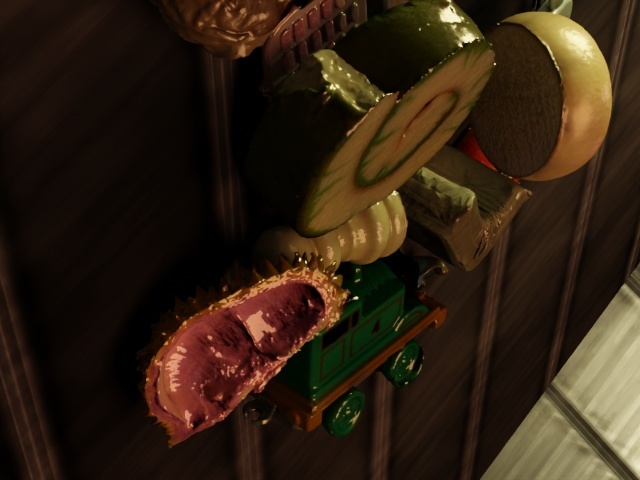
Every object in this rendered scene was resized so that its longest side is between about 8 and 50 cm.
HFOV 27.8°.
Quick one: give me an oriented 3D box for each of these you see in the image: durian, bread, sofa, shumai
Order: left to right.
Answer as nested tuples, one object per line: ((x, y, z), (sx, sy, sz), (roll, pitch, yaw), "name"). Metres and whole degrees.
((-0.126, -0.297, 1.359), (0.184, 0.218, 0.185), (-25, -178, -33), "shumai")
((-0.127, 0.115, 1.746), (0.341, 0.112, 0.191), (-40, 125, -1), "durian")
((0.063, -0.171, 1.719), (0.366, 0.129, 0.382), (-48, 163, 15), "bread")
((0.194, -0.086, 2.024), (0.176, 0.210, 0.225), (-53, 153, -7), "sofa")

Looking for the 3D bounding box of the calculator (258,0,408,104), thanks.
((0.018, -0.282, 1.704), (0.294, 0.043, 0.194), (-41, 150, -24), "calculator")

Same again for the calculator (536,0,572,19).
((0.385, -0.325, 2.253), (0.185, 0.041, 0.299), (-50, 155, -45), "calculator")

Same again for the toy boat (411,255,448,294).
((0.160, 0.108, 2.315), (0.075, 0.077, 0.185), (11, 108, -61), "toy boat")

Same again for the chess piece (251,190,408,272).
((0.000, 0.000, 1.890), (0.243, 0.133, 0.133), (-26, 139, -38), "chess piece")

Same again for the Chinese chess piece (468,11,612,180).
((0.344, -0.230, 2.067), (0.112, 0.270, 0.270), (-10, 130, -28), "Chinese chess piece")

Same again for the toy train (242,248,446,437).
((0.031, 0.136, 2.020), (0.429, 0.178, 0.249), (-35, 140, -38), "toy train")

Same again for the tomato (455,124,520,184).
((0.293, -0.102, 2.304), (0.228, 0.101, 0.228), (-37, 144, -33), "tomato")
